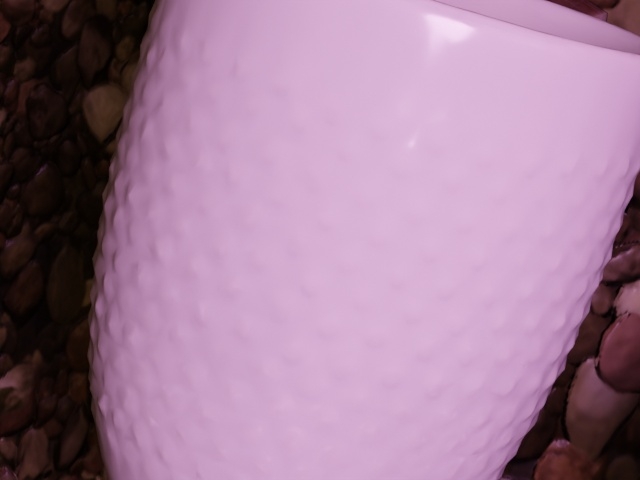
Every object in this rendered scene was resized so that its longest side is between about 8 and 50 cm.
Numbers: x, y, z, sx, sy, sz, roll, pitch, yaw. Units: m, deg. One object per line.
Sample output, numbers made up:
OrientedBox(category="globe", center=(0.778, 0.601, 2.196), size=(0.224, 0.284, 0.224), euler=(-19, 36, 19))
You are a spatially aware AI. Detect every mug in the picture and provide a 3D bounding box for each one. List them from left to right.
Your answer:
OrientedBox(category="mug", center=(0.000, 0.000, 1.134), size=(0.374, 0.276, 0.328), euler=(-130, 55, -69))

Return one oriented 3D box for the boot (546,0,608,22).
OrientedBox(category="boot", center=(0.113, -0.121, 1.210), size=(0.106, 0.037, 0.114), euler=(-54, 53, 17))
